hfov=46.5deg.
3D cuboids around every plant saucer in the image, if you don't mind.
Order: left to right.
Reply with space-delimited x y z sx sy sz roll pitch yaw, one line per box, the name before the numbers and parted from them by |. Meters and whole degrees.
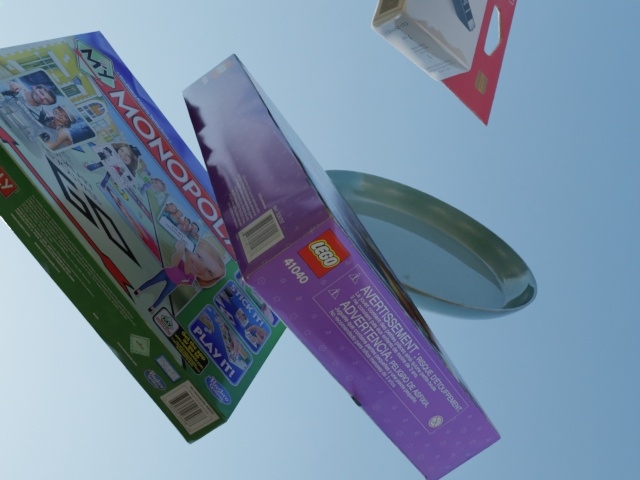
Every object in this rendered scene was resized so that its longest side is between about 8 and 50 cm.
plant saucer | 0.116 0.006 0.931 0.318 0.318 0.043 38 -63 29

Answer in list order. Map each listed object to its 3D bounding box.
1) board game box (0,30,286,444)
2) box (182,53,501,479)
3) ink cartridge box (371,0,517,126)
board game box | -0.150 -0.020 0.614 0.046 0.213 0.317 -33 -81 25
box | 0.000 0.000 0.519 0.057 0.201 0.293 -35 -147 4
ink cartridge box | 0.211 -0.353 1.044 0.066 0.261 0.296 -7 -120 49
